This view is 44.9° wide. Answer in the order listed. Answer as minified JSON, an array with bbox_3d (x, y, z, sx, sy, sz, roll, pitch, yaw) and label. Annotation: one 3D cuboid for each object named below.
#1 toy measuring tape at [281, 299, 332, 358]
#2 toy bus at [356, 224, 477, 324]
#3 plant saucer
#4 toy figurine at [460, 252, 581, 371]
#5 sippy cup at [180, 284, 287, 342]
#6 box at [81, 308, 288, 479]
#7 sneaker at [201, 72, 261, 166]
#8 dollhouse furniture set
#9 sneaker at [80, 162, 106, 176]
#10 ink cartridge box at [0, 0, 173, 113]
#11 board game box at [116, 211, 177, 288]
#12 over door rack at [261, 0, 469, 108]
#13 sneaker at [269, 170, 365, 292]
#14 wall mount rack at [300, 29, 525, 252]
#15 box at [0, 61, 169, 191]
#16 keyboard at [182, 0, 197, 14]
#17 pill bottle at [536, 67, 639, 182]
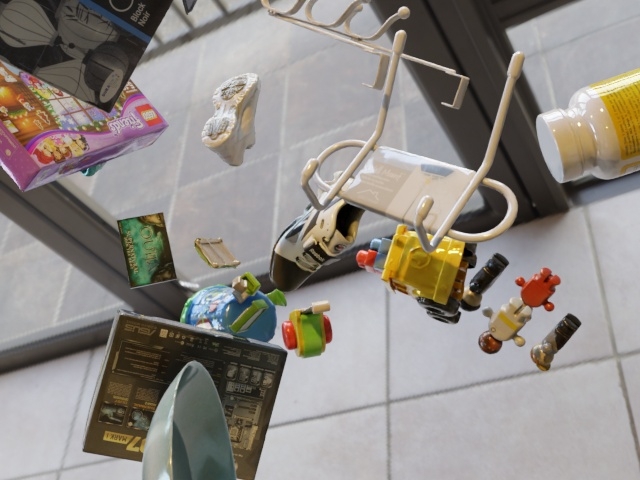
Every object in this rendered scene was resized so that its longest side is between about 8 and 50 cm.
[{"bbox_3d":[-0.019,0.203,1.720,0.121,0.121,0.330,-56,3,-14],"label":"toy measuring tape"},{"bbox_3d":[0.180,0.058,1.474,0.212,0.220,0.149,14,77,17],"label":"toy bus"},{"bbox_3d":[-0.099,0.190,0.581,0.038,0.195,0.194,-10,49,4],"label":"plant saucer"},{"bbox_3d":[0.404,0.151,1.599,0.148,0.213,0.209,-58,29,34],"label":"toy figurine"},{"bbox_3d":[-0.240,0.228,2.156,0.224,0.240,0.305,-18,43,54],"label":"sippy cup"},{"bbox_3d":[-0.177,0.206,1.024,0.059,0.233,0.183,-174,98,-73],"label":"box"},{"bbox_3d":[-0.172,-0.248,1.611,0.091,0.115,0.232,1,53,26],"label":"sneaker"},{"bbox_3d":[-0.148,0.066,1.200,0.058,0.076,0.151,-46,75,19],"label":"dollhouse furniture set"},{"bbox_3d":[-0.505,-0.228,1.475,0.107,0.275,0.109,0,58,40],"label":"sneaker"},{"bbox_3d":[-0.285,-0.251,0.649,0.065,0.333,0.165,39,101,46],"label":"ink cartridge box"},{"bbox_3d":[-0.462,0.026,2.062,0.126,0.026,0.186,-12,86,-14],"label":"board game box"},{"bbox_3d":[0.084,-0.351,1.303,0.324,0.240,0.108,44,119,35],"label":"over door rack"},{"bbox_3d":[0.000,0.000,1.816,0.330,0.123,0.146,-57,38,10],"label":"sneaker"},{"bbox_3d":[0.142,-0.147,1.142,0.350,0.130,0.304,22,67,33],"label":"wall mount rack"},{"bbox_3d":[-0.380,-0.200,1.130,0.057,0.201,0.293,-40,0,31],"label":"box"},{"bbox_3d":[-0.162,-0.372,0.974,0.023,0.180,0.108,23,78,2],"label":"keyboard"},{"bbox_3d":[0.602,-0.230,1.491,0.334,0.187,0.187,-18,47,5],"label":"pill bottle"}]
